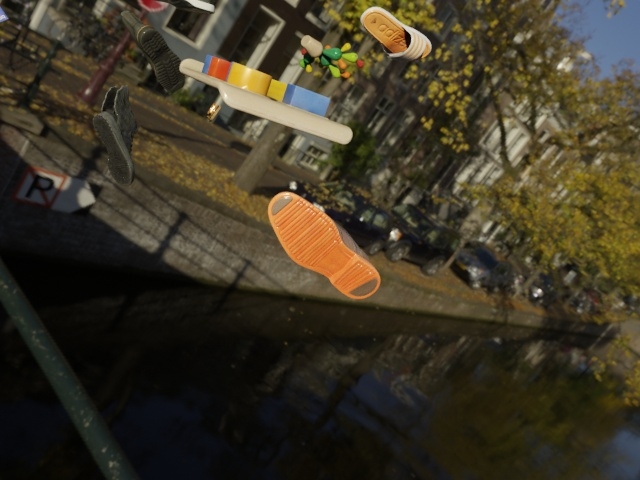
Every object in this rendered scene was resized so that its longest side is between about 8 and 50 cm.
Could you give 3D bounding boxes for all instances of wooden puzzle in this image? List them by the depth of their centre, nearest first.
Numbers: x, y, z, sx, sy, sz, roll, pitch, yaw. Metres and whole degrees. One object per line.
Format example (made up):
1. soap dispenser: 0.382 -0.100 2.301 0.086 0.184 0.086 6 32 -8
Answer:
1. wooden puzzle: -0.122 -0.339 1.292 0.322 0.080 0.348 12 19 -33

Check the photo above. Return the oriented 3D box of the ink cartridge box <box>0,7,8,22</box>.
1. ink cartridge box: -1.067 -0.727 1.605 0.065 0.186 0.311 -9 -58 47

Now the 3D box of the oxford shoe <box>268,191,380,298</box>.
1. oxford shoe: 0.000 0.000 1.377 0.363 0.130 0.133 46 14 -32

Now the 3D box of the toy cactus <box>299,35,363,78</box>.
1. toy cactus: 0.011 -0.576 1.751 0.219 0.112 0.180 20 -3 36

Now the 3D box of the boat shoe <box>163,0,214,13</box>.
1. boat shoe: -0.393 -0.659 1.458 0.114 0.091 0.302 11 11 29

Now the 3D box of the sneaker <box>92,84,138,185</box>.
1. sneaker: -0.368 -0.195 1.064 0.051 0.170 0.089 -2 30 21

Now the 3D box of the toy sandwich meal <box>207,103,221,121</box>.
1. toy sandwich meal: -0.396 -0.475 2.106 0.029 0.085 0.085 35 13 -13

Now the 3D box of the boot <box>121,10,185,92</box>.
1. boot: -0.427 -0.488 1.461 0.137 0.077 0.198 45 -17 30

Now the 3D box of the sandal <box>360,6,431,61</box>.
1. sandal: 0.216 -0.564 1.624 0.265 0.102 0.076 16 52 -39
